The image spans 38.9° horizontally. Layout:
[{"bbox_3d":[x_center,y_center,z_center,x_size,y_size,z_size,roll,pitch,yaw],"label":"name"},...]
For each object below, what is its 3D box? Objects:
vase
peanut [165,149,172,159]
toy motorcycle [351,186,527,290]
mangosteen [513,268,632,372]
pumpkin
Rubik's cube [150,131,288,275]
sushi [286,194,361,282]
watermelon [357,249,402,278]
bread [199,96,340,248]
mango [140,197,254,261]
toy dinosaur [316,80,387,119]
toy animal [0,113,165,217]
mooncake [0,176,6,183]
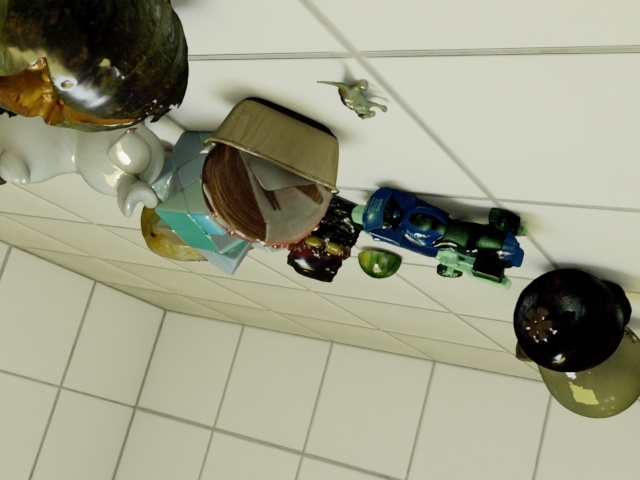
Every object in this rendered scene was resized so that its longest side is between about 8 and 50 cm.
[{"bbox_3d":[0.592,0.254,2.162,0.302,0.241,0.329,32,-171,-16],"label":"vase"},{"bbox_3d":[-0.309,-0.135,1.794,0.080,0.080,0.174,16,169,-3],"label":"peanut"},{"bbox_3d":[0.202,-0.014,1.639,0.331,0.125,0.196,15,169,19],"label":"toy motorcycle"},{"bbox_3d":[0.506,0.160,1.830,0.243,0.243,0.243,15,167,3],"label":"mangosteen"},{"bbox_3d":[-0.317,-0.249,1.078,0.320,0.192,0.320,15,170,3],"label":"pumpkin"},{"bbox_3d":[-0.156,-0.068,1.616,0.265,0.224,0.213,8,150,39],"label":"Rubik's cube"},{"bbox_3d":[0.000,0.000,1.845,0.153,0.150,0.172,22,166,-27],"label":"sushi"},{"bbox_3d":[0.137,0.058,2.130,0.105,0.062,0.105,10,168,2],"label":"watermelon"},{"bbox_3d":[-0.079,-0.097,1.405,0.224,0.212,0.142,22,170,-21],"label":"bread"},{"bbox_3d":[-0.228,-0.046,1.935,0.330,0.175,0.176,-6,-174,10],"label":"mango"},{"bbox_3d":[0.052,-0.191,1.235,0.058,0.037,0.180,5,165,23],"label":"toy dinosaur"},{"bbox_3d":[-0.394,-0.158,1.538,0.310,0.183,0.247,18,-159,2],"label":"toy animal"},{"bbox_3d":[-0.763,-0.202,1.951,0.228,0.124,0.228,16,167,4],"label":"mooncake"}]
